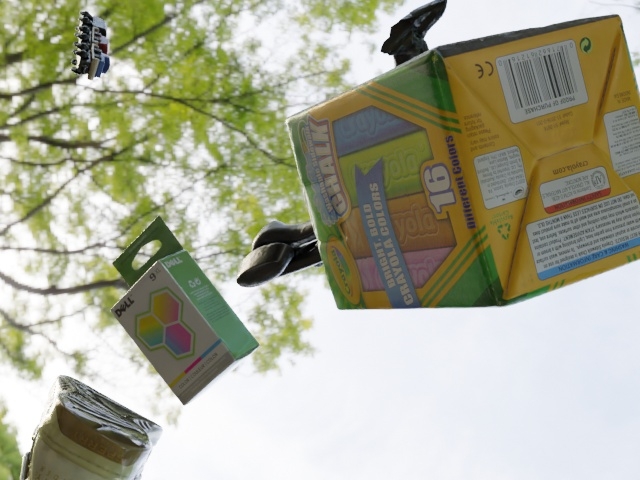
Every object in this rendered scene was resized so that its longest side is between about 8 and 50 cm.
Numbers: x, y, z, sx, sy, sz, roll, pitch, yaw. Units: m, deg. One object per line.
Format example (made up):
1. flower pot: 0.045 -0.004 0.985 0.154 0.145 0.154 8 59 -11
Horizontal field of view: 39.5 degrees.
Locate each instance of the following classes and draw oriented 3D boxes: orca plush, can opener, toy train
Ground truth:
1. orca plush: 0.159 -0.138 0.986 0.102 0.151 0.287 12 -40 27
2. can opener: 0.000 0.000 0.844 0.186 0.059 0.073 -23 -139 35
3. toy train: -0.238 -0.203 0.931 0.158 0.036 0.027 -110 -139 -57

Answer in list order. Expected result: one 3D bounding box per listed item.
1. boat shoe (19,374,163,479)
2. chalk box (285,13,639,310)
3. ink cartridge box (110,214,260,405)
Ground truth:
1. boat shoe: -0.101 0.093 0.385 0.056 0.153 0.048 30 -100 -10
2. chalk box: 0.073 -0.035 0.535 0.213 0.132 0.132 -10 -84 63
3. ink cartridge box: -0.183 0.085 1.096 0.109 0.062 0.209 -42 -98 28
